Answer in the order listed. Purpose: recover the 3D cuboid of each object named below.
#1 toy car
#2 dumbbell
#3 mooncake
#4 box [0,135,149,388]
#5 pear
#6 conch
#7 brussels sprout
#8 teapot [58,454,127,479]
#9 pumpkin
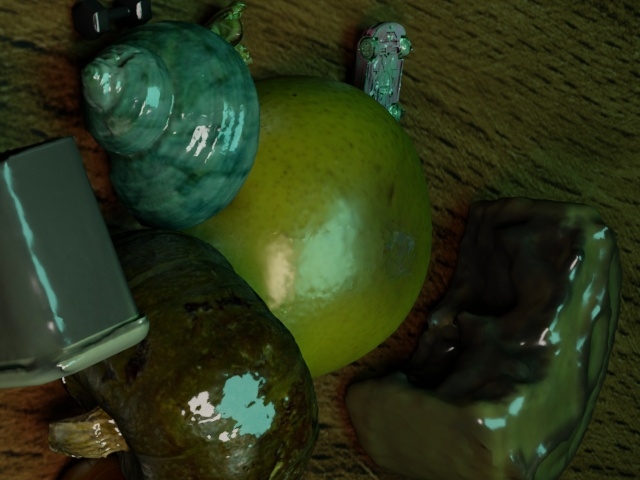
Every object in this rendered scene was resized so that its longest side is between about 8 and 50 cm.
[{"bbox_3d":[0.066,-0.196,1.814,0.069,0.055,0.142,-11,116,-43],"label":"toy car"},{"bbox_3d":[-0.203,-0.221,1.470,0.083,0.040,0.036,-25,148,-47],"label":"dumbbell"},{"bbox_3d":[0.234,0.134,1.954,0.393,0.246,0.394,3,98,-59],"label":"mooncake"},{"bbox_3d":[-0.281,0.023,1.249,0.138,0.274,0.178,-26,104,-49],"label":"box"},{"bbox_3d":[0.000,0.000,1.653,0.340,0.191,0.386,54,54,-41],"label":"pear"},{"bbox_3d":[-0.150,-0.118,1.455,0.202,0.134,0.196,28,81,-22],"label":"conch"},{"bbox_3d":[-0.100,-0.209,1.595,0.085,0.058,0.085,-9,90,-83],"label":"brussels sprout"},{"bbox_3d":[-0.217,0.266,1.512,0.129,0.078,0.098,13,86,-53],"label":"teapot"},{"bbox_3d":[-0.137,0.147,1.410,0.242,0.232,0.325,-33,96,-12],"label":"pumpkin"}]
